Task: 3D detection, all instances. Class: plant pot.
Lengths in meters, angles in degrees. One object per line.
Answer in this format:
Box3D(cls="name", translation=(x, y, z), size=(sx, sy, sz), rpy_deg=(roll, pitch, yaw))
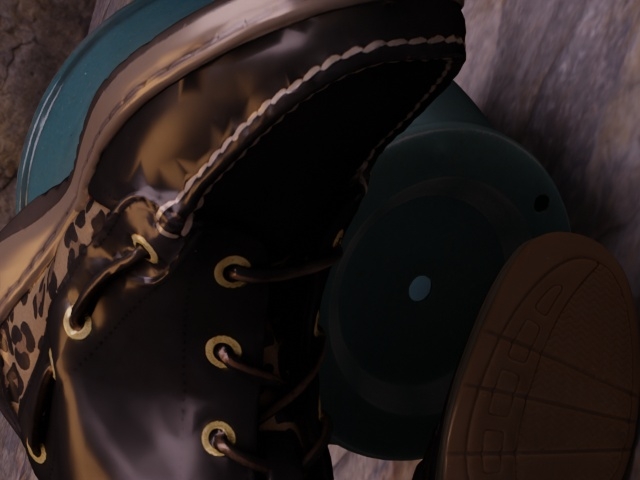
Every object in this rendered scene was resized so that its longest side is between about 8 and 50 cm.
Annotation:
Box3D(cls="plant pot", translation=(0.000, 0.000, 0.996), size=(0.255, 0.272, 0.271), rpy_deg=(28, 100, 56))

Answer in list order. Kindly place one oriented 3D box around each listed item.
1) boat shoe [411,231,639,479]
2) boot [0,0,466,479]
Box3D(cls="boat shoe", translation=(0.082, 0.136, 0.849), size=(0.092, 0.103, 0.285), rpy_deg=(-5, 75, 65))
Box3D(cls="boot", translation=(-0.025, 0.076, 0.758), size=(0.377, 0.138, 0.284), rpy_deg=(-38, 66, 44))
